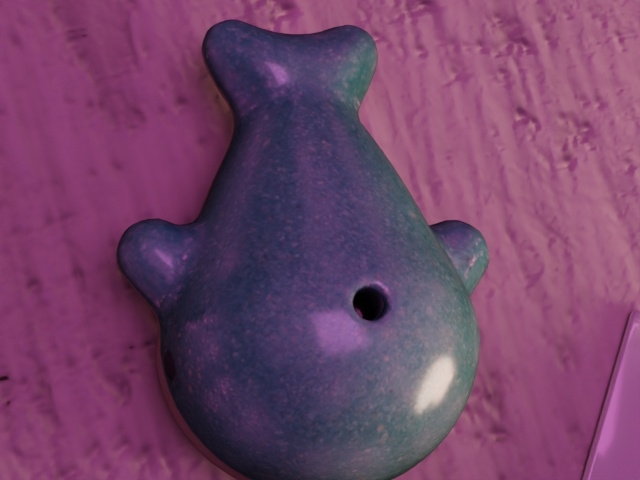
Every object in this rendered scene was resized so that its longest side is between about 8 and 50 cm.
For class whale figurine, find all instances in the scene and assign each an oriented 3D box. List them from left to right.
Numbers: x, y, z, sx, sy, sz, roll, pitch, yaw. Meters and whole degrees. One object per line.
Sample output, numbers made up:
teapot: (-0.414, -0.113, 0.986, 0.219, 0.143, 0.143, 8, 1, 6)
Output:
whale figurine: (0.000, 0.000, 0.960, 0.216, 0.141, 0.272, 2, 76, -18)

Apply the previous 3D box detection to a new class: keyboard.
keyboard: (0.184, 0.169, 1.053, 0.072, 0.014, 0.256, 22, 71, -7)
